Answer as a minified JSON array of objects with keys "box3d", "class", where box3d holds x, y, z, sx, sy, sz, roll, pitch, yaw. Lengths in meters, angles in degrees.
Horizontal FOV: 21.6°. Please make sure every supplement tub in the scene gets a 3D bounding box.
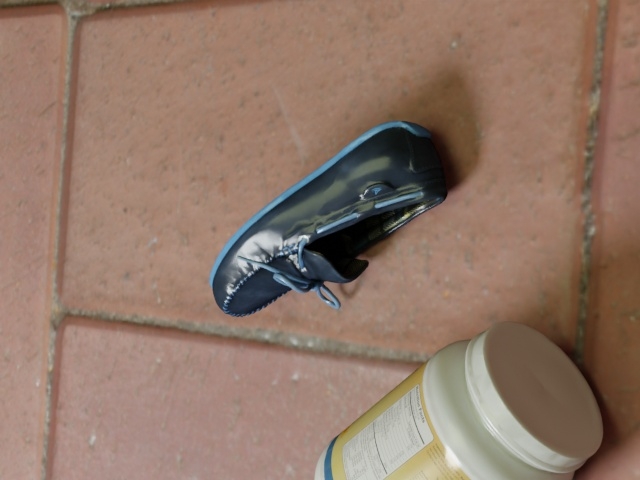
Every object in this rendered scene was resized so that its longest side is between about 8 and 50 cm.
[{"box3d":[0.106,0.167,1.300,0.200,0.144,0.144,-43,60,32],"class":"supplement tub"}]

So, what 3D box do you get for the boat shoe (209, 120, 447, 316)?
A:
[{"box3d":[0.000,0.000,1.437,0.258,0.109,0.089,-43,64,35],"class":"boat shoe"}]
